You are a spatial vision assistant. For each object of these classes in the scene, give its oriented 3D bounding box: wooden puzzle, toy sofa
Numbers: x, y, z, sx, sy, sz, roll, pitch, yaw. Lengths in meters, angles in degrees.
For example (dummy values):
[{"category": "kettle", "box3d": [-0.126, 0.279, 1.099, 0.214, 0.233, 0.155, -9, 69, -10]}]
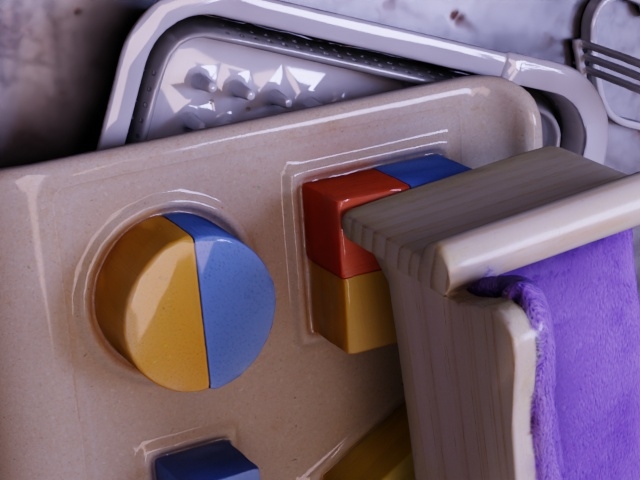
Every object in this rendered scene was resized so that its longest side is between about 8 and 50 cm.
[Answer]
[{"category": "wooden puzzle", "box3d": [-0.016, 0.088, 1.026, 0.348, 0.080, 0.322, -12, 111, -20]}, {"category": "toy sofa", "box3d": [0.136, 0.143, 0.983, 0.150, 0.177, 0.362, -18, 113, -23]}]

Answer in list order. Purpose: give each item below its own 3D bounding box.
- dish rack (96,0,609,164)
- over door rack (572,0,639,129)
[{"category": "dish rack", "box3d": [0.000, 0.000, 1.089, 0.333, 0.072, 0.285, 9, 103, -27]}, {"category": "over door rack", "box3d": [0.249, 0.017, 1.118, 0.108, 0.239, 0.324, -5, 108, -18]}]
